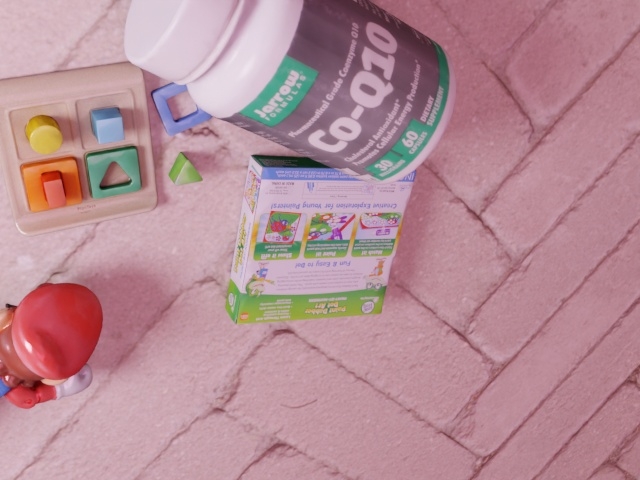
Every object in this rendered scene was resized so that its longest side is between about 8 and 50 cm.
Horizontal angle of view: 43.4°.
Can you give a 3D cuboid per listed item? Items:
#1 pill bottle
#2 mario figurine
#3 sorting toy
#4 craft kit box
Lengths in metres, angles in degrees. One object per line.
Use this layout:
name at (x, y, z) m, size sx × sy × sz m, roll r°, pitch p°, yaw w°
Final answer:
pill bottle at (-0.030, -0.214, 0.949) m, size 0.361 × 0.204 × 0.204 m, roll 20°, pitch 106°, yaw -34°
mario figurine at (-0.421, 0.147, 1.020) m, size 0.320 × 0.170 × 0.198 m, roll -30°, pitch 163°, yaw 2°
sorting toy at (-0.291, -0.104, 0.969) m, size 0.348 × 0.047 × 0.196 m, roll -14°, pitch 122°, yaw -21°
craft kit box at (0.000, 0.000, 1.179) m, size 0.250 × 0.061 × 0.246 m, roll -1°, pitch 114°, yaw -28°
